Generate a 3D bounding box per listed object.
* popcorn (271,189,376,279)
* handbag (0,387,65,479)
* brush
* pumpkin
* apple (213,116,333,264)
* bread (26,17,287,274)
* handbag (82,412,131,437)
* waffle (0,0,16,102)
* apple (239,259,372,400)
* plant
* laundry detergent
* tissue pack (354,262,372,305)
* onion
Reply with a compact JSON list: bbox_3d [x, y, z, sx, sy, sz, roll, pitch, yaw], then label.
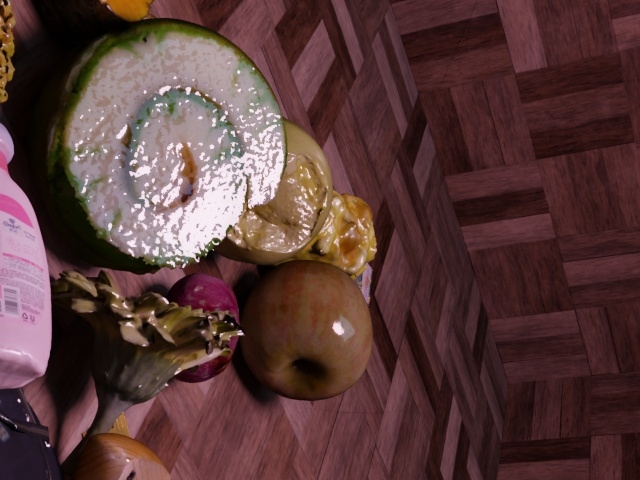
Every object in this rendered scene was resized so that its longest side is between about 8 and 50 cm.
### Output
[{"bbox_3d":[-0.005,0.007,2.015,0.249,0.249,0.225,51,33,-52],"label":"popcorn"},{"bbox_3d":[-0.393,0.209,1.119,0.254,0.088,0.211,62,17,-1],"label":"handbag"},{"bbox_3d":[-0.231,0.362,1.267,0.174,0.166,0.267,-46,152,-37],"label":"brush"},{"bbox_3d":[-0.326,-0.352,1.499,0.248,0.131,0.126,2,71,-63],"label":"pumpkin"},{"bbox_3d":[-0.111,-0.099,1.756,0.279,0.279,0.279,-9,90,-69],"label":"apple"},{"bbox_3d":[-0.226,-0.130,1.434,0.382,0.129,0.366,12,80,-31],"label":"bread"},{"bbox_3d":[-0.306,0.288,1.422,0.083,0.027,0.061,-37,116,-68],"label":"handbag"},{"bbox_3d":[-0.465,-0.289,1.224,0.245,0.052,0.254,-2,84,-70],"label":"waffle"},{"bbox_3d":[-0.027,0.166,1.869,0.234,0.257,0.257,-86,157,-51],"label":"apple"},{"bbox_3d":[-0.236,0.153,1.322,0.306,0.261,0.297,40,41,-41],"label":"plant"},{"bbox_3d":[-0.393,0.004,1.140,0.159,0.088,0.335,18,46,-41],"label":"laundry detergent"},{"bbox_3d":[0.039,0.107,2.193,0.060,0.148,0.109,49,37,-43],"label":"tissue pack"},{"bbox_3d":[-0.201,0.141,1.586,0.177,0.153,0.177,-16,90,-88],"label":"onion"}]
